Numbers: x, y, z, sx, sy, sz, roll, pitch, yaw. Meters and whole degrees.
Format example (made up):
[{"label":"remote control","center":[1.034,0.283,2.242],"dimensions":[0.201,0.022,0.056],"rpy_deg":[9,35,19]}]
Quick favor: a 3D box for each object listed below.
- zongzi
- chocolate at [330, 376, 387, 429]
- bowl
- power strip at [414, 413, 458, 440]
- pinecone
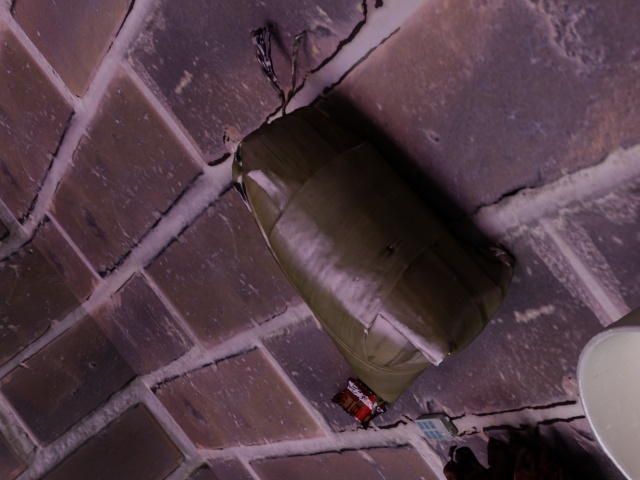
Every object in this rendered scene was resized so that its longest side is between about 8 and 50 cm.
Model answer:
[{"label":"zongzi","center":[0.000,0.000,1.401],"dimensions":[0.447,0.181,0.418],"rpy_deg":[48,157,12]},{"label":"chocolate","center":[0.063,0.266,1.844],"dimensions":[0.086,0.028,0.182],"rpy_deg":[40,156,8]},{"label":"bowl","center":[0.372,0.143,0.970],"dimensions":[0.277,0.145,0.277],"rpy_deg":[41,156,23]},{"label":"power strip","center":[0.172,0.278,1.677],"dimensions":[0.040,0.016,0.090],"rpy_deg":[53,157,-4]},{"label":"pinecone","center":[0.244,0.399,1.444],"dimensions":[0.296,0.242,0.298],"rpy_deg":[8,118,49]}]
